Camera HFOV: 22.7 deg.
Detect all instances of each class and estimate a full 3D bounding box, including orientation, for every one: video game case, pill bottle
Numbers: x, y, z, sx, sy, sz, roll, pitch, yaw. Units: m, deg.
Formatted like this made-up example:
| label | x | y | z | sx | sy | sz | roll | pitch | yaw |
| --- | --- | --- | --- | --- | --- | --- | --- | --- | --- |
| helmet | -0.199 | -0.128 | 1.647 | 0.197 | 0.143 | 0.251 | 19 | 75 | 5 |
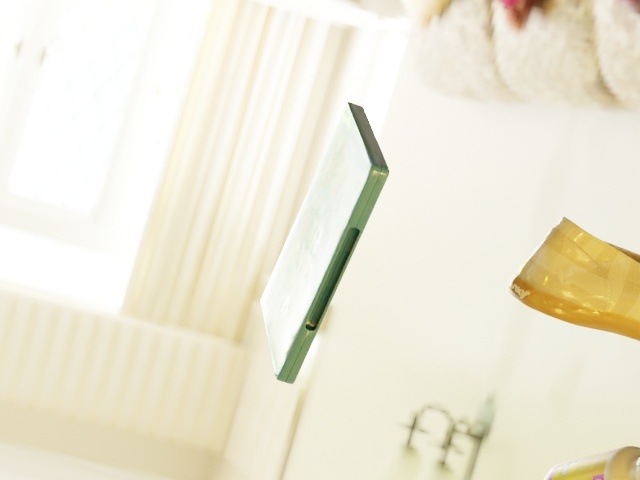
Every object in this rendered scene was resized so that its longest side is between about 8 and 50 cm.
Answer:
| label | x | y | z | sx | sy | sz | roll | pitch | yaw |
| --- | --- | --- | --- | --- | --- | --- | --- | --- | --- |
| video game case | 0.000 | 0.000 | 1.089 | 0.015 | 0.166 | 0.119 | 18 | -158 | -15 |
| pill bottle | 0.171 | 0.145 | 0.932 | 0.043 | 0.043 | 0.083 | 15 | 155 | -30 |

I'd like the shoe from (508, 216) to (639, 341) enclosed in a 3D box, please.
| label | x | y | z | sx | sy | sz | roll | pitch | yaw |
| --- | --- | --- | --- | --- | --- | --- | --- | --- | --- |
| shoe | 0.216 | 0.037 | 1.013 | 0.219 | 0.058 | 0.076 | 16 | -172 | -35 |
